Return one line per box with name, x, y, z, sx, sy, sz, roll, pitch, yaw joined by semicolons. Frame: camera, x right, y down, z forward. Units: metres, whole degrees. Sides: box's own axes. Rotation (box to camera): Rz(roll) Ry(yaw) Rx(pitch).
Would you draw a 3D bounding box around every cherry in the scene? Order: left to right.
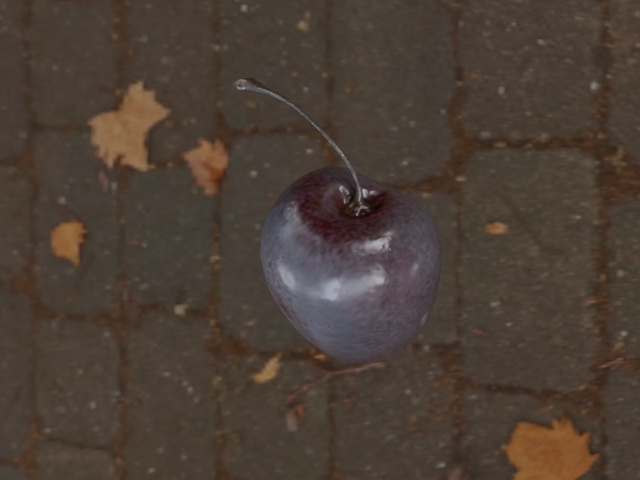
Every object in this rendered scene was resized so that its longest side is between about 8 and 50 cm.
cherry;0.003;0.003;0.916;0.188;0.148;0.115;35;85;36
